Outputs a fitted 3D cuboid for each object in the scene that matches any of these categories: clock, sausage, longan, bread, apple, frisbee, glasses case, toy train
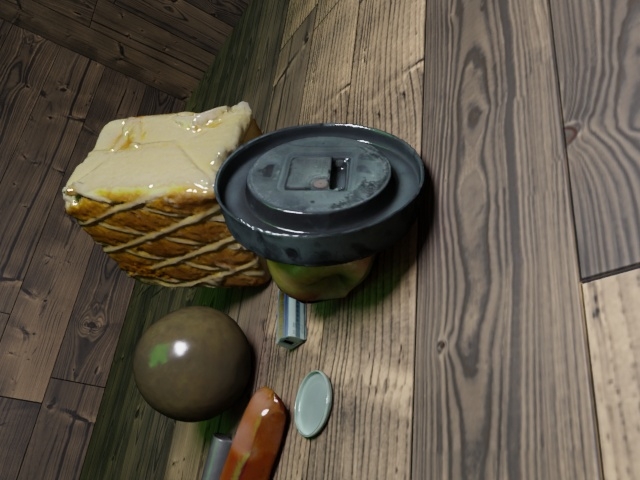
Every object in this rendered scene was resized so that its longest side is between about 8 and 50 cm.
[{"bbox_3d":[-0.002,-0.084,0.813,0.319,0.319,0.066,-105,9,-50],"label":"clock"},{"bbox_3d":[-0.130,0.410,0.934,0.089,0.083,0.300,0,69,69],"label":"sausage"},{"bbox_3d":[-0.272,0.262,1.125,0.258,0.258,0.258,-42,37,43],"label":"longan"},{"bbox_3d":[-0.308,-0.087,1.199,0.390,0.371,0.279,-4,50,16],"label":"bread"},{"bbox_3d":[0.000,0.000,0.898,0.207,0.174,0.188,-28,48,32],"label":"apple"},{"bbox_3d":[-0.012,0.273,0.882,0.110,0.014,0.110,-44,36,44],"label":"frisbee"},{"bbox_3d":[-0.232,0.509,1.107,0.072,0.042,0.190,-23,51,66],"label":"glasses case"},{"bbox_3d":[-0.060,0.094,1.066,0.055,0.048,0.252,-42,37,39],"label":"toy train"}]
